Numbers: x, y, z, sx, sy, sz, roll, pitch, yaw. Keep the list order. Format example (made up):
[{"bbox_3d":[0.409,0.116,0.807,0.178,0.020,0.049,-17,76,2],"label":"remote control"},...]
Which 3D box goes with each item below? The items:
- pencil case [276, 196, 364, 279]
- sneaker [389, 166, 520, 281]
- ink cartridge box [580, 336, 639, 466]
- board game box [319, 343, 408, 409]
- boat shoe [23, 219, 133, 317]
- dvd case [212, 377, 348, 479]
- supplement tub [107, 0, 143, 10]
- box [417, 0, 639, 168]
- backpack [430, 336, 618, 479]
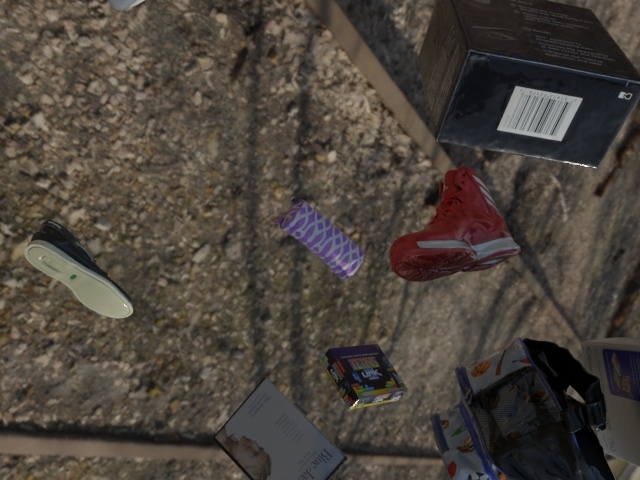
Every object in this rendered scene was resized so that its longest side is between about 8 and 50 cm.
[{"bbox_3d":[0.000,0.000,1.502,0.088,0.206,0.086,-36,-161,42],"label":"pencil case"},{"bbox_3d":[0.149,-0.024,0.852,0.221,0.128,0.087,1,153,-46],"label":"sneaker"},{"bbox_3d":[0.430,0.207,0.852,0.065,0.165,0.332,-7,174,-1],"label":"ink cartridge box"},{"bbox_3d":[0.101,0.312,1.588,0.170,0.141,0.048,3,134,-44],"label":"board game box"},{"bbox_3d":[-0.423,0.056,1.244,0.084,0.079,0.233,-26,126,23],"label":"boat shoe"},{"bbox_3d":[-0.090,0.448,1.476,0.180,0.253,0.022,-49,161,-1],"label":"dvd case"},{"bbox_3d":[-0.256,-0.415,0.872,0.144,0.144,0.199,-40,113,-23],"label":"supplement tub"},{"bbox_3d":[0.183,-0.156,0.631,0.156,0.158,0.093,9,131,-7],"label":"box"},{"bbox_3d":[0.266,0.264,0.870,0.213,0.263,0.276,-23,111,15],"label":"backpack"}]
